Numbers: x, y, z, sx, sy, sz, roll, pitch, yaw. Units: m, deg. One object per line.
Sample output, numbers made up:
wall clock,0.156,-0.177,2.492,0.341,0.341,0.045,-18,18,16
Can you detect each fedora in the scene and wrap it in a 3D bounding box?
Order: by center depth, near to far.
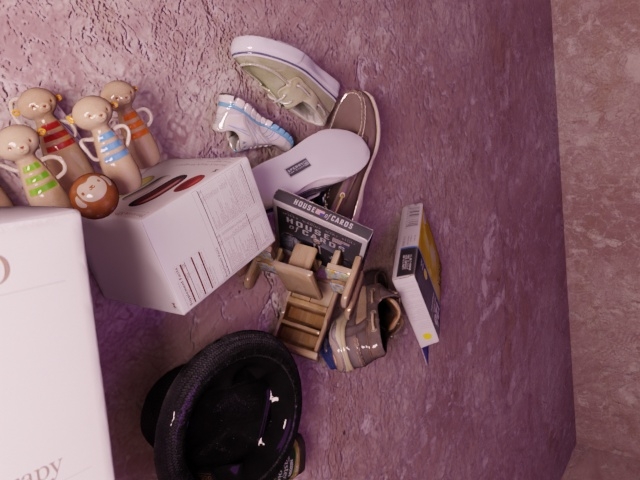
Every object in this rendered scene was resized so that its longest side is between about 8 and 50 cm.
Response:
fedora,-0.178,0.291,0.992,0.334,0.153,0.333,-11,104,-54

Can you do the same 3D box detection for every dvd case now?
dvd case,0.000,0.000,1.082,0.238,0.179,0.029,94,22,-69

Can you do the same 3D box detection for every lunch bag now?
lunch bag,0.034,0.245,1.328,0.067,0.065,0.098,-78,149,-48

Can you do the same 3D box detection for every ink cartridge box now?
ink cartridge box,0.272,0.111,1.539,0.303,0.072,0.307,-74,144,-51

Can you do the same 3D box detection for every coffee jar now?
coffee jar,-0.107,0.444,1.161,0.184,0.079,0.096,-6,99,-52

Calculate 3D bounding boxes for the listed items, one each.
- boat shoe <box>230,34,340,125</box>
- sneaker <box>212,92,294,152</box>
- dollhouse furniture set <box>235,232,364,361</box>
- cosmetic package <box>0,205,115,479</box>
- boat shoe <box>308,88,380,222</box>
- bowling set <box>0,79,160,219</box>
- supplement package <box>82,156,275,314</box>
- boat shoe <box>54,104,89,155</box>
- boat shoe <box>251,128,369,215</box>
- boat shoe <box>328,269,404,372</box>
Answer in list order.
boat shoe,-0.056,-0.299,1.122,0.302,0.109,0.094,11,87,-55
sneaker,-0.128,-0.194,1.083,0.191,0.071,0.082,25,87,-47
dollhouse furniture set,-0.041,0.114,1.109,0.242,0.212,0.160,72,36,-65
cosmetic package,-0.423,0.180,0.529,0.329,0.328,0.393,-15,104,-50
boat shoe,0.045,-0.174,1.260,0.097,0.117,0.324,12,90,-55
bowling set,-0.304,-0.115,0.718,0.287,0.200,0.154,-35,119,-32
supplement package,-0.218,-0.018,0.873,0.203,0.194,0.149,-42,125,-42
boat shoe,-0.353,-0.162,0.816,0.100,0.035,0.035,52,57,-33
boat shoe,-0.034,-0.125,1.144,0.301,0.102,0.108,-32,85,-32
boat shoe,0.125,0.173,1.320,0.355,0.130,0.132,-61,137,-60
